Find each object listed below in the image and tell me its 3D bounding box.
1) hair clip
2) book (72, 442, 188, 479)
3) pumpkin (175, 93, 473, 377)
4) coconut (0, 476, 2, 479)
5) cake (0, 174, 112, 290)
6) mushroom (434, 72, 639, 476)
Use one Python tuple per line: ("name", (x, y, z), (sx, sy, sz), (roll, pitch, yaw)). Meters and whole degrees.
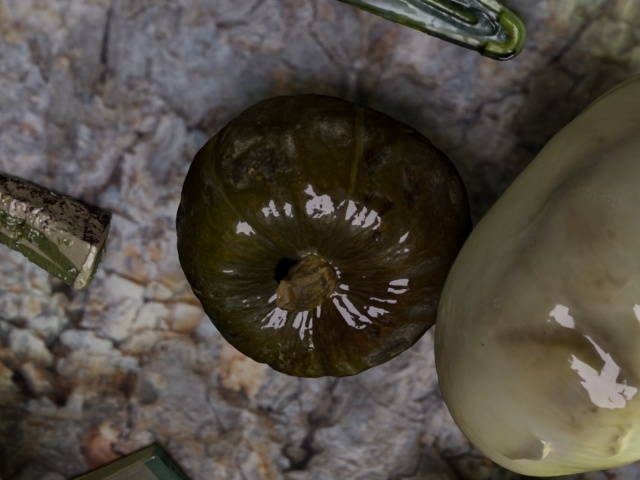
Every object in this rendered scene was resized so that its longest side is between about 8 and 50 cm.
("hair clip", (0.056, -0.174, 1.151), (0.188, 0.033, 0.060), (23, 119, -6))
("book", (-0.148, 0.317, 1.477), (0.215, 0.025, 0.283), (-26, 117, 18))
("pumpkin", (0.000, 0.000, 1.191), (0.219, 0.162, 0.219), (5, 123, 7))
("coconut", (-0.378, 0.311, 1.305), (0.344, 0.415, 0.415), (38, 118, -8))
("cake", (-0.223, -0.018, 1.278), (0.140, 0.055, 0.051), (29, 122, 7))
("mushroom", (0.235, 0.025, 1.121), (0.356, 0.315, 0.315), (10, 128, -38))
